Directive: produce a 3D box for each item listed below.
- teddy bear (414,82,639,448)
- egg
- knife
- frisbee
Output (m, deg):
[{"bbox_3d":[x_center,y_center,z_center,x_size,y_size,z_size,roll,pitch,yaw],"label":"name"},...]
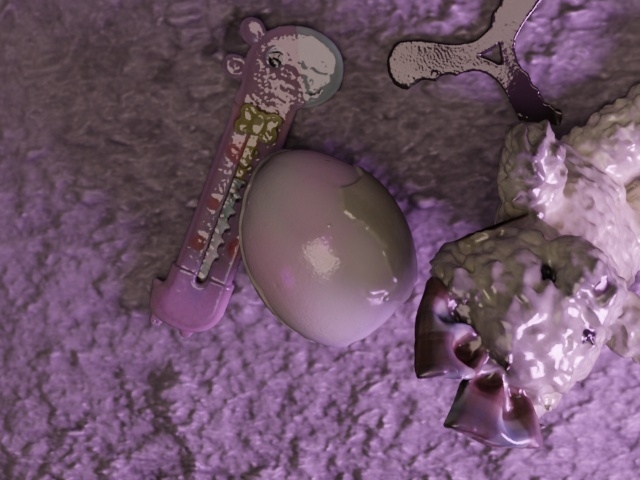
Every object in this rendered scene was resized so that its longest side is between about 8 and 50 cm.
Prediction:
[{"bbox_3d":[0.290,0.015,1.724,0.375,0.362,0.327,-27,104,17],"label":"teddy bear"},{"bbox_3d":[0.000,0.000,1.849,0.183,0.183,0.217,-37,101,17],"label":"egg"},{"bbox_3d":[-0.093,-0.061,1.917,0.132,0.038,0.398,23,111,2],"label":"knife"},{"bbox_3d":[0.193,-0.189,1.850,0.211,0.012,0.187,-31,103,16],"label":"frisbee"}]
